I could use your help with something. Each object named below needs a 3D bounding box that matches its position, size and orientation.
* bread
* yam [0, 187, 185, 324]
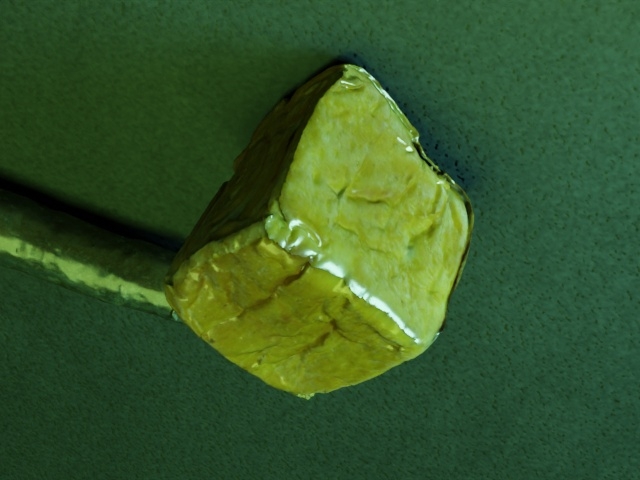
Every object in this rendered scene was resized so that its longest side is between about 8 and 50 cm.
[{"bbox_3d":[0.000,0.000,1.101,0.143,0.158,0.149,42,133,-20],"label":"bread"},{"bbox_3d":[-0.215,-0.004,1.280,0.274,0.061,0.061,19,141,3],"label":"yam"}]
